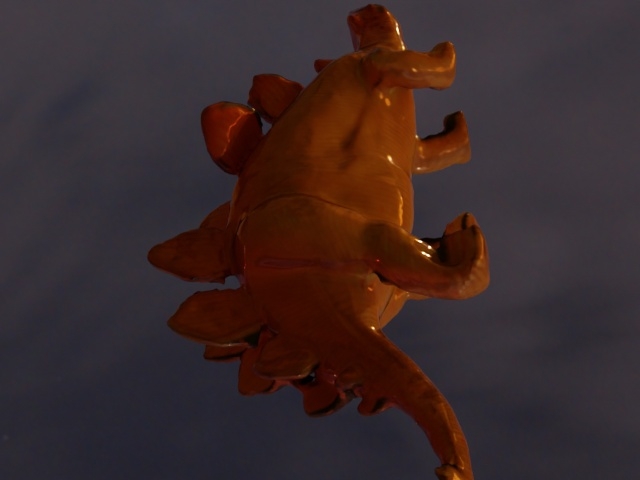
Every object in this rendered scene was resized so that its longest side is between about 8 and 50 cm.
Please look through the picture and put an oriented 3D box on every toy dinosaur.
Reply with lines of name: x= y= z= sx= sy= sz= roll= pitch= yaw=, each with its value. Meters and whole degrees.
toy dinosaur: x=0.000 y=0.000 z=0.468 sx=0.117 sy=0.070 sz=0.288 roll=-7 pitch=-138 yaw=9
